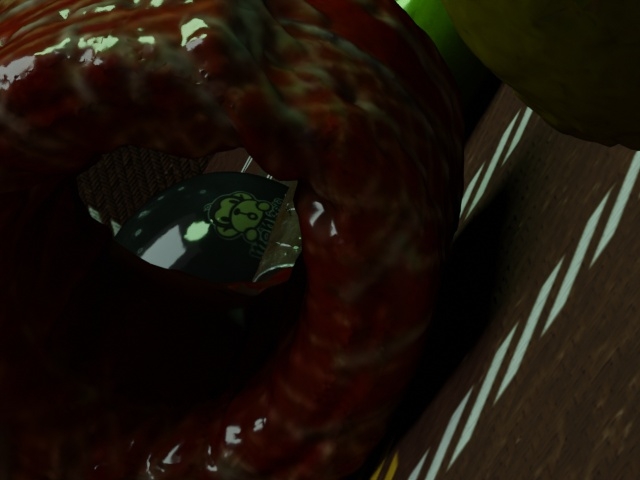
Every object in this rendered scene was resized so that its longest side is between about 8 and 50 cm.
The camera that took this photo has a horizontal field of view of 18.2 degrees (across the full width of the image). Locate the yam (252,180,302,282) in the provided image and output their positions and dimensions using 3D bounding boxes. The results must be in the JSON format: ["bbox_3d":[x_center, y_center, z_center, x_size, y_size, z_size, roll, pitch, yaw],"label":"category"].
[{"bbox_3d":[-0.001,0.001,1.510,0.079,0.079,0.141,-51,12,41],"label":"yam"}]

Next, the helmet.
[{"bbox_3d":[-0.103,0.035,1.686,0.279,0.160,0.230,-51,10,47],"label":"helmet"}]

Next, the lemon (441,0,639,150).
[{"bbox_3d":[0.142,-0.146,0.765,0.204,0.204,0.260,-71,3,-54],"label":"lemon"}]

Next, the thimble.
[{"bbox_3d":[-0.088,-0.011,1.189,0.350,0.350,0.230,-54,9,30],"label":"thimble"}]

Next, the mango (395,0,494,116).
[{"bbox_3d":[0.075,-0.141,1.448,0.233,0.111,0.125,-59,13,-11],"label":"mango"}]
